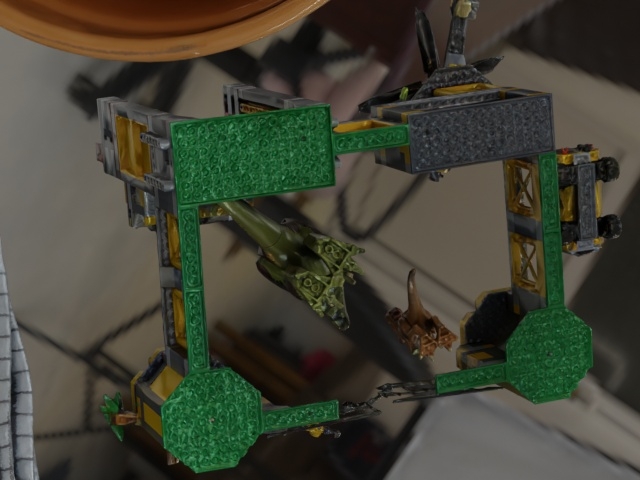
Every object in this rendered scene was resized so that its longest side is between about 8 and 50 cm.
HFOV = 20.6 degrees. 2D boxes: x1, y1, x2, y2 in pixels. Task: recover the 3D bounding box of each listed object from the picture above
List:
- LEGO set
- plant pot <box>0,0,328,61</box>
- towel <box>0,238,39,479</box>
[{"bbox_3d":[0.000,0.000,1.103,0.331,0.192,0.254,-17,105,-18],"label":"LEGO set"},{"bbox_3d":[-0.077,-0.234,0.899,0.291,0.291,0.203,-57,180,5],"label":"plant pot"},{"bbox_3d":[-0.331,0.107,1.282,0.235,0.283,0.121,-21,158,27],"label":"towel"}]
